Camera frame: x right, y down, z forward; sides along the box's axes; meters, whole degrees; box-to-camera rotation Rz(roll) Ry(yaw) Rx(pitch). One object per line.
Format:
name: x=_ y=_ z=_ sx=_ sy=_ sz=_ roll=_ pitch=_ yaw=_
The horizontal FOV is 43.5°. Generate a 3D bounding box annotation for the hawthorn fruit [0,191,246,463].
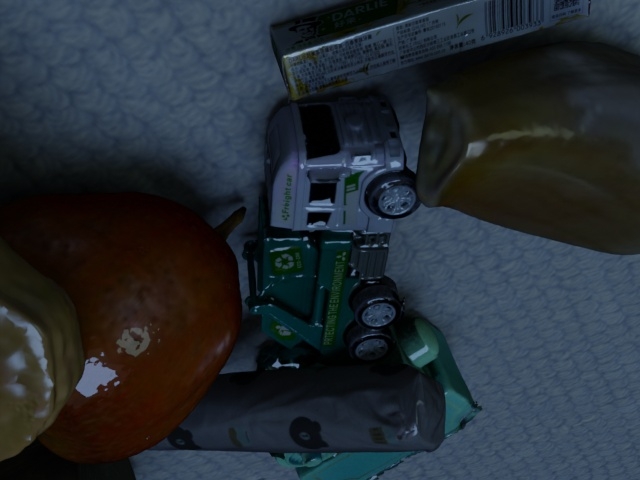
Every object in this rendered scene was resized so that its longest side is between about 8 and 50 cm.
hawthorn fruit: x=-0.138 y=0.041 z=0.575 sx=0.225 sy=0.196 sz=0.196 roll=-36 pitch=141 yaw=-23

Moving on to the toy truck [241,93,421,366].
toy truck: x=0.000 y=0.000 z=0.605 sx=0.116 sy=0.110 sz=0.216 roll=-2 pitch=133 yaw=-9

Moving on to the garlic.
garlic: x=0.195 y=-0.062 z=0.573 sx=0.318 sy=0.112 sz=0.143 roll=7 pitch=114 yaw=-32

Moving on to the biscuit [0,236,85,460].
biscuit: x=-0.348 y=0.032 z=0.447 sx=0.385 sy=0.062 sz=0.365 roll=-25 pitch=107 yaw=19

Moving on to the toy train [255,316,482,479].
toy train: x=0.038 y=0.152 z=0.765 sx=0.203 sy=0.112 sz=0.163 roll=-32 pitch=141 yaw=18

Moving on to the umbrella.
umbrella: x=-0.058 y=0.144 z=0.674 sx=0.337 sy=0.067 sz=0.073 roll=-8 pitch=143 yaw=29

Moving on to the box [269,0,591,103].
box: x=0.070 y=-0.144 z=0.523 sx=0.207 sy=0.050 sz=0.041 roll=-17 pitch=132 yaw=0

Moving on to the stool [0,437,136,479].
stool: x=-0.310 y=0.288 z=0.743 sx=0.264 sy=0.179 sz=0.179 roll=-16 pitch=136 yaw=0
